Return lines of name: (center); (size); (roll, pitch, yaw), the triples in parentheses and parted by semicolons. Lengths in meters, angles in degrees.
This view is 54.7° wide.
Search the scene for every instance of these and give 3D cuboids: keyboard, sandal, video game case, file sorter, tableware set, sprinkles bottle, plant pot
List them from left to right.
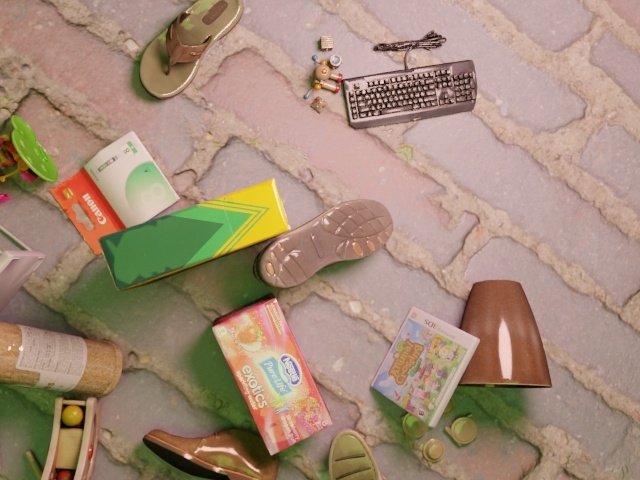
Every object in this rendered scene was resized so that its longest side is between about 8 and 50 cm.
file sorter: (-0.738, 0.089, 1.243); (0.173, 0.193, 0.278); (38, 86, -3)
sprinkles bottle: (-0.565, 0.227, 1.202); (0.355, 0.121, 0.121); (25, 86, -47)
sandal: (-0.288, -0.444, 1.348); (0.120, 0.086, 0.303); (38, 86, -6)
keyboard: (0.207, -0.381, 1.439); (0.317, 0.033, 0.202); (-11, 91, -8)
video game case: (0.227, 0.274, 1.373); (0.023, 0.193, 0.213); (31, 86, -40)
tableware set: (0.279, 0.439, 1.455); (0.168, 0.020, 0.141); (-31, 92, -5)
plant pot: (0.400, 0.210, 1.391); (0.215, 0.215, 0.231); (4, 75, -7)

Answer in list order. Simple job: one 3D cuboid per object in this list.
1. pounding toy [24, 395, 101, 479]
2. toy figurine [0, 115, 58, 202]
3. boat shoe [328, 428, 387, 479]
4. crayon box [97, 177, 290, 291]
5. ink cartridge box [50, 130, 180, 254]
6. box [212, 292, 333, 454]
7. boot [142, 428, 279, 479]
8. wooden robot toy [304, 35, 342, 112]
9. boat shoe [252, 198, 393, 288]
pounding toy: (-0.555, 0.453, 1.284); (0.154, 0.154, 0.270); (6, 89, -7)
toy figurine: (-0.668, -0.154, 1.301); (0.159, 0.130, 0.173); (-32, 72, 3)
boat shoe: (0.096, 0.558, 1.391); (0.113, 0.103, 0.303); (-18, 93, 6)
crayon box: (-0.229, -0.010, 1.218); (0.313, 0.363, 0.106); (-20, 92, -7)
ink cartridge box: (-0.449, -0.102, 1.348); (0.224, 0.056, 0.181); (-35, 94, -7)
box: (-0.105, 0.282, 1.345); (0.154, 0.142, 0.300); (-24, 93, -7)
boot: (-0.237, 0.465, 1.369); (0.305, 0.112, 0.115); (21, 58, -3)
wooden robot toy: (0.015, -0.378, 1.390); (0.076, 0.079, 0.174); (12, 89, -6)
boat shoe: (0.000, 0.000, 1.361); (0.355, 0.130, 0.132); (-20, 96, -30)
